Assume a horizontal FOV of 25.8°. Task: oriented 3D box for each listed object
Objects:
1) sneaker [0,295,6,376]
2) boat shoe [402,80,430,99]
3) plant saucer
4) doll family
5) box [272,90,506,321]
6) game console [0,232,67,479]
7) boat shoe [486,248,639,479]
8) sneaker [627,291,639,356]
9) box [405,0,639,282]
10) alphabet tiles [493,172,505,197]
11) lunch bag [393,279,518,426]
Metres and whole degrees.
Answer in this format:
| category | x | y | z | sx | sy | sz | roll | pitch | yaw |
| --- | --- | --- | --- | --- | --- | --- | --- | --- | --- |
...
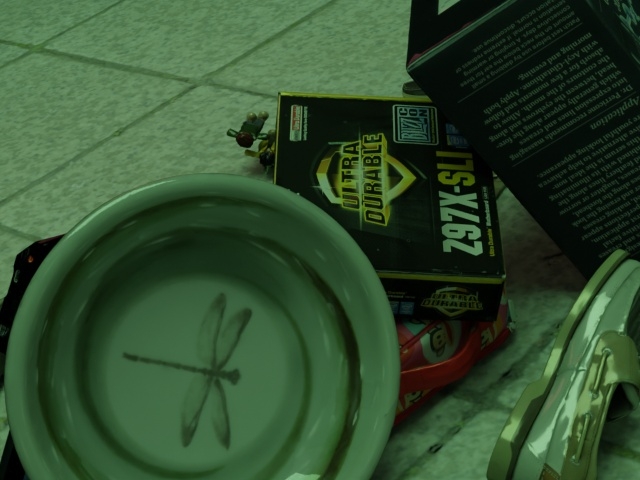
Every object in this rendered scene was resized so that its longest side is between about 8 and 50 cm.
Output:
| category | x | y | z | sx | sy | sz | roll | pitch | yaw |
| --- | --- | --- | --- | --- | --- | --- | --- | --- | --- |
| sneaker | -0.462 | 0.145 | 1.787 | 0.118 | 0.083 | 0.222 | -9 | 26 | 19 |
| boat shoe | 0.203 | -0.261 | 2.237 | 0.152 | 0.049 | 0.056 | -9 | 31 | 8 |
| plant saucer | -0.120 | 0.133 | 1.409 | 0.401 | 0.400 | 0.100 | -24 | 8 | -18 |
| doll family | -0.044 | -0.145 | 2.120 | 0.193 | 0.076 | 0.111 | -3 | 27 | 12 |
| box | 0.071 | -0.045 | 1.612 | 0.257 | 0.079 | 0.322 | 4 | 42 | -2 |
| game console | -0.261 | 0.167 | 1.445 | 0.044 | 0.361 | 0.213 | 20 | 5 | 37 |
| boat shoe | 0.283 | 0.146 | 1.447 | 0.103 | 0.113 | 0.302 | 24 | 63 | 19 |
| sneaker | 0.463 | 0.085 | 1.530 | 0.282 | 0.102 | 0.161 | 9 | 17 | 42 |
| box | 0.305 | -0.190 | 1.672 | 0.212 | 0.395 | 0.293 | -32 | 28 | 25 |
| alphabet tiles | 0.240 | -0.117 | 2.021 | 0.198 | 0.009 | 0.237 | 7 | 36 | 31 |
| lunch bag | 0.077 | 0.100 | 1.608 | 0.293 | 0.120 | 0.258 | -32 | 36 | -30 |
